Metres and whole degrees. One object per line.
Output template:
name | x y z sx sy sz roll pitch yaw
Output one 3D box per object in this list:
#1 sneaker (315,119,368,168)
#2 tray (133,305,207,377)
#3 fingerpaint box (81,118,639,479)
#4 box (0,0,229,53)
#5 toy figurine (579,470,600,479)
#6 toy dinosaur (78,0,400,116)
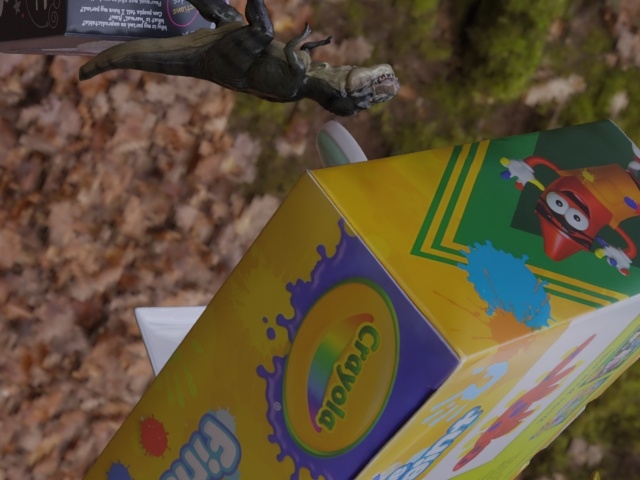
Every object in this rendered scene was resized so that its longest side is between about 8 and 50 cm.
sneaker | 0.000 0.000 1.561 0.094 0.151 0.255 124 -50 -82
tray | -0.135 0.160 1.955 0.270 0.145 0.030 1 147 -42
fingerpaint box | 0.039 0.127 1.051 0.371 0.163 0.444 -14 148 -48
box | -0.206 -0.236 1.243 0.163 0.247 0.142 -2 96 -36
toy figurine | 0.258 0.367 1.447 0.209 0.148 0.213 69 22 -13
toy dinosaur | -0.070 -0.168 1.122 0.064 0.268 0.118 -44 140 -70
